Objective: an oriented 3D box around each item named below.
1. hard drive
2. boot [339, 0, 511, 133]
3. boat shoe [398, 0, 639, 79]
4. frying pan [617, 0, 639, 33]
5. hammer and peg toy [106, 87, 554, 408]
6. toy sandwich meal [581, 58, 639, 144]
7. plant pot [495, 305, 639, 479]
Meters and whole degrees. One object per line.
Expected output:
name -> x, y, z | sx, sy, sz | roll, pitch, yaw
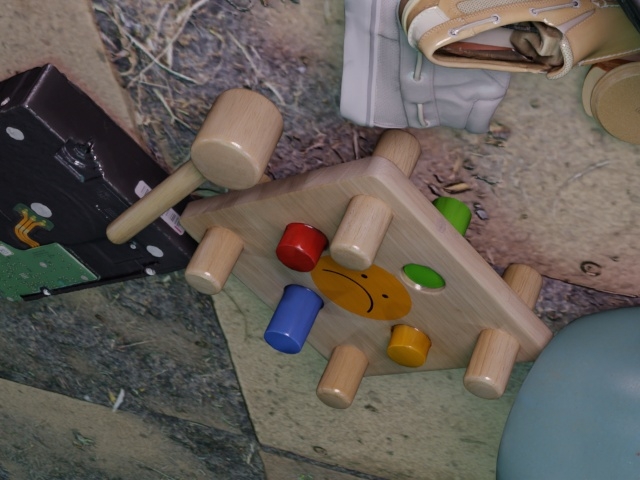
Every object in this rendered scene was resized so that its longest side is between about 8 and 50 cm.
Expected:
hard drive -> -0.293, -0.044, 1.355 | 0.339, 0.064, 0.237 | -13, 133, 43
boot -> 0.080, -0.167, 0.924 | 0.123, 0.095, 0.258 | 7, 149, 4
boat shoe -> 0.147, -0.128, 0.865 | 0.190, 0.072, 0.068 | -6, 134, -11
frying pan -> 0.218, -0.101, 0.748 | 0.053, 0.326, 0.197 | -34, 158, 13
hammer and peg toy -> 0.000, 0.000, 1.169 | 0.266, 0.127, 0.361 | -12, 133, 46
toy sandwich meal -> 0.227, -0.101, 0.965 | 0.085, 0.029, 0.086 | 9, 138, 8
plant pot -> 0.289, 0.187, 1.123 | 0.235, 0.293, 0.293 | 23, 152, 33
